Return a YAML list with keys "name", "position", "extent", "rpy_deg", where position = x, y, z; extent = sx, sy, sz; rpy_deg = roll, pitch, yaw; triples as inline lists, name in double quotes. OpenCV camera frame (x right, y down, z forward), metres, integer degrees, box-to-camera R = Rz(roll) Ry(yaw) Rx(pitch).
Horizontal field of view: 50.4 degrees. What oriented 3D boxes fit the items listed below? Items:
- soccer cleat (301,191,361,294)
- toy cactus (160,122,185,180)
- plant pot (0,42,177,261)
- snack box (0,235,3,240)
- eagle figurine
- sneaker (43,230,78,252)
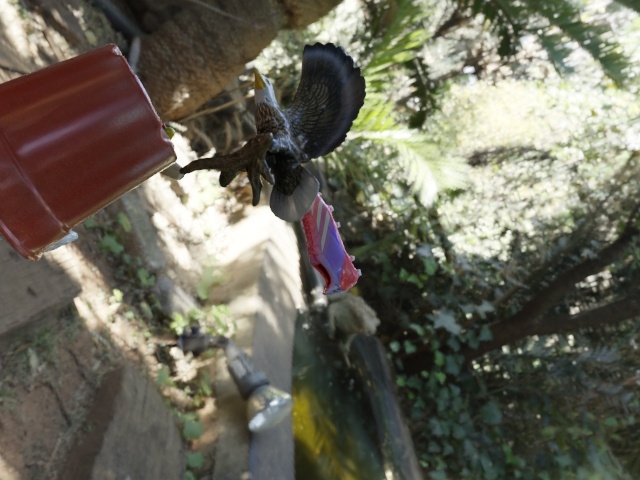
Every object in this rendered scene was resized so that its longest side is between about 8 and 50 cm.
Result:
- name: "soccer cleat"
  position: [0.000, 0.000, 1.483]
  extent: [0.247, 0.095, 0.083]
  rpy_deg: [64, -17, 11]
- name: "toy cactus"
  position: [-0.433, -0.221, 1.787]
  extent: [0.219, 0.181, 0.112]
  rpy_deg: [-48, 160, -40]
- name: "plant pot"
  position: [-0.379, -0.150, 1.025]
  extent: [0.272, 0.265, 0.272]
  rpy_deg: [57, -10, 16]
- name: "snack box"
  position: [-0.626, 0.000, 0.953]
  extent: [0.187, 0.322, 0.060]
  rpy_deg: [34, 40, -53]
- name: "eagle figurine"
  position: [-0.063, -0.199, 1.161]
  extent: [0.298, 0.227, 0.225]
  rpy_deg: [-54, 164, -52]
- name: "sneaker"
  position: [-0.600, -0.016, 1.488]
  extent: [0.212, 0.094, 0.080]
  rpy_deg: [18, -67, 47]
